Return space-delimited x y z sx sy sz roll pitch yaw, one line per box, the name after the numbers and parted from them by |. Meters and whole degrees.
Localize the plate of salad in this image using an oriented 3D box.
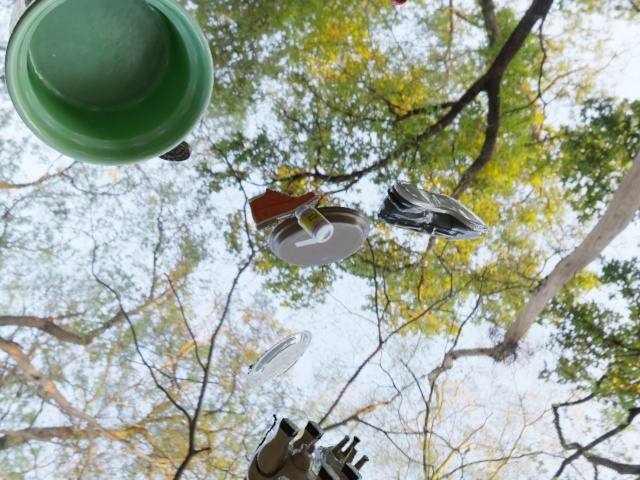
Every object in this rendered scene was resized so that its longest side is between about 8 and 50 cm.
-0.105 0.290 1.249 0.199 0.200 0.048 -39 -118 -10 | plate of salad

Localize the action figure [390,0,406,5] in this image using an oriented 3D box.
0.114 -0.605 1.009 0.139 0.280 0.092 13 -96 52 | action figure

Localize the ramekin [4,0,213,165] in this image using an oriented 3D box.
-0.343 -0.288 0.805 0.303 0.303 0.148 -32 -127 -7 | ramekin

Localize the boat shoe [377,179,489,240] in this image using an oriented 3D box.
0.273 -0.056 1.198 0.095 0.335 0.112 -51 -139 28 | boat shoe

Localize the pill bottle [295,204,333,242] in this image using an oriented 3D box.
-0.014 -0.035 0.937 0.043 0.043 0.083 -38 -131 -10 | pill bottle

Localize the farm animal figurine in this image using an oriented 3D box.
-0.026 0.400 0.700 0.172 0.330 0.326 -56 -148 3 | farm animal figurine

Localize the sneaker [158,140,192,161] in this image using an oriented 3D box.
-0.409 -0.250 1.236 0.192 0.064 0.086 5 -140 1 | sneaker

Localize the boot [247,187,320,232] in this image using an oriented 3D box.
-0.081 -0.086 1.077 0.157 0.059 0.085 -23 -96 -7 | boot

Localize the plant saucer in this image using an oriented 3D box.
0.000 0.000 1.330 0.277 0.278 0.041 -13 -119 4 | plant saucer
